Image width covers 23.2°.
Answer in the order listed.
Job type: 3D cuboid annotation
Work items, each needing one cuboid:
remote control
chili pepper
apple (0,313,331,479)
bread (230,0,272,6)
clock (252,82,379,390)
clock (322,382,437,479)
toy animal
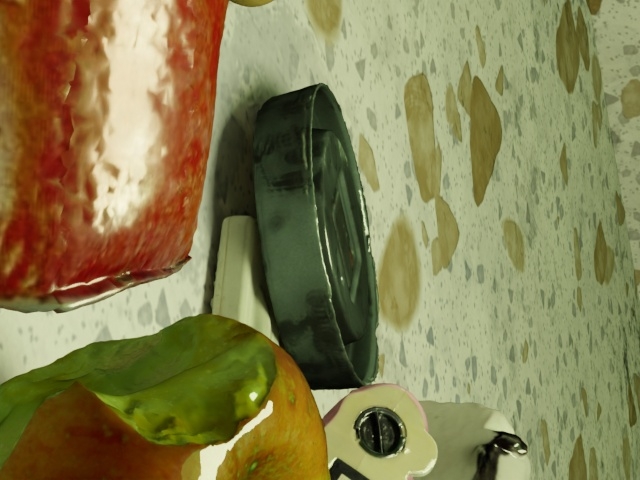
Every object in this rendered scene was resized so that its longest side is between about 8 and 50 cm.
[{"bbox_3d":[-0.062,0.096,1.297,0.090,0.049,0.230,50,40,-61],"label":"remote control"},{"bbox_3d":[-0.167,-0.125,0.883,0.251,0.229,0.305,-8,104,-72],"label":"chili pepper"},{"bbox_3d":[-0.120,0.156,0.904,0.246,0.226,0.246,-7,98,-60],"label":"apple"},{"bbox_3d":[-0.044,-0.311,1.348,0.147,0.098,0.217,54,36,-48],"label":"bread"},{"bbox_3d":[0.000,0.000,1.396,0.280,0.055,0.280,-9,90,-79],"label":"clock"},{"bbox_3d":[-0.003,0.223,1.296,0.194,0.100,0.195,-53,180,-27],"label":"clock"},{"bbox_3d":[0.112,0.271,1.515,0.208,0.204,0.156,-58,136,-45],"label":"toy animal"}]
